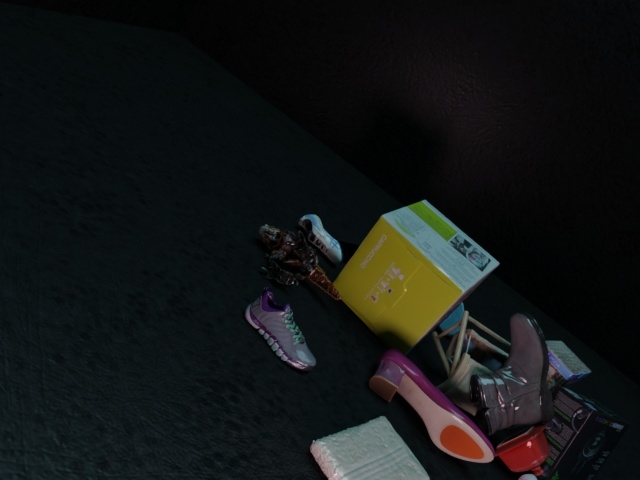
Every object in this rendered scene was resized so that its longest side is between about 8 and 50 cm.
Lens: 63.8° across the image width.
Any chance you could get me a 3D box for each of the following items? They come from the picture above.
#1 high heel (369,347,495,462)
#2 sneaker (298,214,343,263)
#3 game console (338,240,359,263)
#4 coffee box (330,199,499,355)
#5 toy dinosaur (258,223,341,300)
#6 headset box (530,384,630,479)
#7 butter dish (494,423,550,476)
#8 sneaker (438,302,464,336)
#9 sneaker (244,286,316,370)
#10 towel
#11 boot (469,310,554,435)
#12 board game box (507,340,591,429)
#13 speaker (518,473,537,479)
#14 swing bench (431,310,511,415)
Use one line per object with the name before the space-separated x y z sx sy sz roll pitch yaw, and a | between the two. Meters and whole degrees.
high heel | 0.317 0.434 1.403 0.377 0.127 0.181 38 30 9
sneaker | 0.000 0.000 1.907 0.086 0.085 0.237 -18 58 -35
game console | 0.186 0.130 1.977 0.213 0.044 0.361 23 24 -31
coffee box | 0.305 0.115 1.697 0.338 0.338 0.334 45 34 18
toy dinosaur | -0.064 0.056 1.581 0.321 0.164 0.218 20 0 11
headset box | 0.761 0.617 1.574 0.246 0.283 0.131 26 8 -33
butter dish | 0.594 0.615 1.476 0.160 0.160 0.118 8 48 -55
sneaker | 0.499 0.253 2.129 0.208 0.127 0.319 81 2 -67
sneaker | -0.084 0.216 1.254 0.223 0.098 0.083 41 20 10
towel | 0.110 0.480 1.092 0.282 0.049 0.187 9 34 -51
boot | 0.544 0.385 1.504 0.222 0.338 0.118 -5 -11 -9
board game box | 0.740 0.492 1.767 0.232 0.291 0.141 14 31 -49
speaker | 0.584 0.704 1.390 0.055 0.055 0.136 32 21 -15
swing bench | 0.503 0.411 1.643 0.253 0.165 0.255 32 38 -16
